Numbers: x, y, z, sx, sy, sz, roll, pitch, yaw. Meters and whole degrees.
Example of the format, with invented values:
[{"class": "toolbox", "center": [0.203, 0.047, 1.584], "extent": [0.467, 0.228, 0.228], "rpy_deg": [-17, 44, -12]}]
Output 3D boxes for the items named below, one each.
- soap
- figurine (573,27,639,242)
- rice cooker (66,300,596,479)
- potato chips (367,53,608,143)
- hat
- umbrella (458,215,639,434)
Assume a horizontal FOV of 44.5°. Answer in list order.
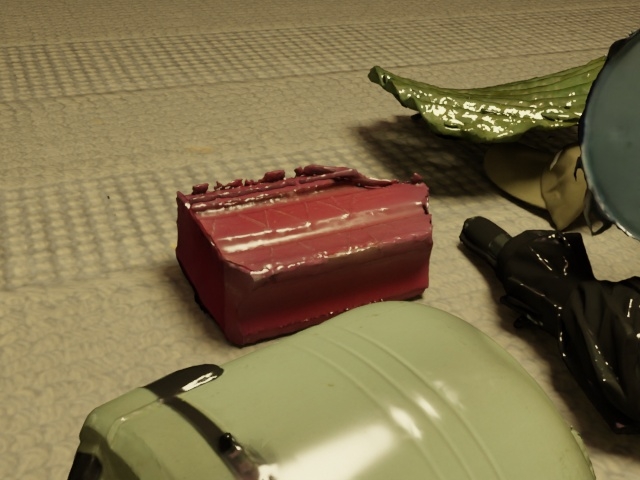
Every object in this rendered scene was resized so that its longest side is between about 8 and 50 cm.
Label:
[{"class": "soap", "center": [0.000, 0.000, 0.759], "extent": [0.250, 0.099, 0.162], "rpy_deg": [-12, 33, -24]}, {"class": "figurine", "center": [0.387, -0.094, 0.718], "extent": [0.388, 0.277, 0.248], "rpy_deg": [-10, 20, -42]}, {"class": "rice cooker", "center": [-0.003, 0.157, 0.384], "extent": [0.244, 0.226, 0.226], "rpy_deg": [-20, 37, -37]}, {"class": "potato chips", "center": [0.262, -0.205, 1.048], "extent": [0.389, 0.097, 0.373], "rpy_deg": [-8, 15, -8]}, {"class": "hat", "center": [0.301, -0.106, 0.958], "extent": [0.166, 0.144, 0.173], "rpy_deg": [-21, 60, -39]}, {"class": "umbrella", "center": [0.219, 0.050, 0.710], "extent": [0.118, 0.118, 0.340], "rpy_deg": [-6, 22, -16]}]
